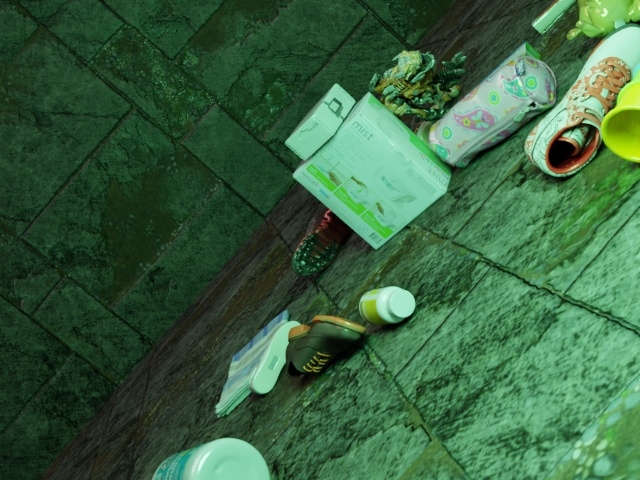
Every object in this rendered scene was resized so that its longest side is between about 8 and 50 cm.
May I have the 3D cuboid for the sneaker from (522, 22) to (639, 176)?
[{"bbox_3d":[0.432,-0.213,1.312,0.270,0.090,0.145,-49,11,16],"label":"sneaker"}]

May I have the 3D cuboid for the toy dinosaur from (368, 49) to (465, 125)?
[{"bbox_3d":[0.208,-0.338,1.869,0.322,0.219,0.164,-145,55,-80],"label":"toy dinosaur"}]

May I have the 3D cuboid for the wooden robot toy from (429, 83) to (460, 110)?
[{"bbox_3d":[0.352,-0.416,2.363,0.079,0.076,0.173,-27,22,36],"label":"wooden robot toy"}]

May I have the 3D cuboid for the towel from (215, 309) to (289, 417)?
[{"bbox_3d":[-0.162,0.292,2.045,0.209,0.034,0.285,-44,12,18],"label":"towel"}]

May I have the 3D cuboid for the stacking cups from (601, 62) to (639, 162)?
[{"bbox_3d":[0.486,-0.246,1.186,0.096,0.096,0.316,-33,19,54],"label":"stacking cups"}]

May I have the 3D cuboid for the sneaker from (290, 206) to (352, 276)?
[{"bbox_3d":[0.000,0.000,2.233,0.276,0.098,0.135,-53,12,-32],"label":"sneaker"}]

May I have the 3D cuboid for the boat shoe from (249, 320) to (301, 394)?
[{"bbox_3d":[-0.100,0.260,1.858,0.063,0.066,0.184,-26,35,61],"label":"boat shoe"}]

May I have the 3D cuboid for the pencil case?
[{"bbox_3d":[0.347,-0.256,1.704,0.284,0.124,0.124,-35,18,47],"label":"pencil case"}]

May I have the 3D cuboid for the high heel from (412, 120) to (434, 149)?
[{"bbox_3d":[0.209,-0.199,2.090,0.186,0.093,0.261,-27,33,47],"label":"high heel"}]

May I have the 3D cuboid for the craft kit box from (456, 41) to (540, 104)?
[{"bbox_3d":[0.390,-0.316,1.911,0.250,0.061,0.246,-42,10,31],"label":"craft kit box"}]

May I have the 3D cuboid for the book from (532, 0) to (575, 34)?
[{"bbox_3d":[0.591,-0.585,2.095,0.144,0.035,0.096,-44,9,23],"label":"book"}]

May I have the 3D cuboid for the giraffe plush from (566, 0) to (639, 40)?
[{"bbox_3d":[0.541,-0.443,1.569,0.170,0.182,0.210,-62,-21,-85],"label":"giraffe plush"}]

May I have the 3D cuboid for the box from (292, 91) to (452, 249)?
[{"bbox_3d":[0.116,-0.151,1.870,0.231,0.262,0.126,-43,12,33],"label":"box"}]

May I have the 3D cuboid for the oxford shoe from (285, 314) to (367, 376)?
[{"bbox_3d":[0.008,0.206,1.587,0.271,0.097,0.098,144,144,-63],"label":"oxford shoe"}]

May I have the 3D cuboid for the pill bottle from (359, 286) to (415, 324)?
[{"bbox_3d":[0.119,0.114,1.474,0.065,0.065,0.116,-53,11,-19],"label":"pill bottle"}]

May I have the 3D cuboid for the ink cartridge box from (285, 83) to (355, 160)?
[{"bbox_3d":[0.000,-0.256,1.824,0.109,0.063,0.150,-39,14,41],"label":"ink cartridge box"}]

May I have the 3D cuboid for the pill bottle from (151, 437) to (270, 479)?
[{"bbox_3d":[-0.204,0.430,1.448,0.264,0.146,0.146,-34,18,53],"label":"pill bottle"}]
